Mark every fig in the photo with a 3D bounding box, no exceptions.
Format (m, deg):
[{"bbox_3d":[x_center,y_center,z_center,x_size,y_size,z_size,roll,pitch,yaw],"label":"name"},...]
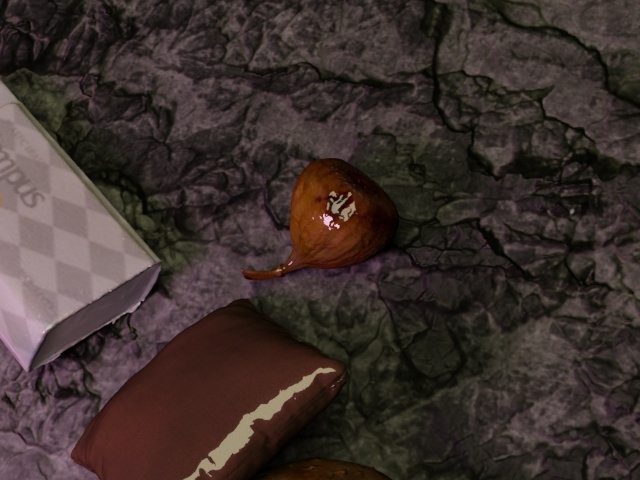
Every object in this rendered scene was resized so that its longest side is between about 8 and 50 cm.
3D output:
[{"bbox_3d":[0.000,0.000,1.813,0.201,0.133,0.146,-51,38,7],"label":"fig"}]

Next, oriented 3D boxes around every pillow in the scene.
[{"bbox_3d":[-0.144,0.203,1.674,0.305,0.108,0.308,-41,26,-11],"label":"pillow"}]

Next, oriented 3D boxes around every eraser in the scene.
[{"bbox_3d":[-0.409,-0.033,1.880,0.213,0.082,0.397,-32,64,-23],"label":"eraser"}]

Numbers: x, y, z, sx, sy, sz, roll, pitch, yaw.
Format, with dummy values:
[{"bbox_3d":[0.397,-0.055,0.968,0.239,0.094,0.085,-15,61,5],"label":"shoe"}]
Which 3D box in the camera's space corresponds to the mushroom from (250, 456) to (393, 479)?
[{"bbox_3d":[-0.021,0.385,1.578,0.345,0.239,0.345,9,50,-11],"label":"mushroom"}]
